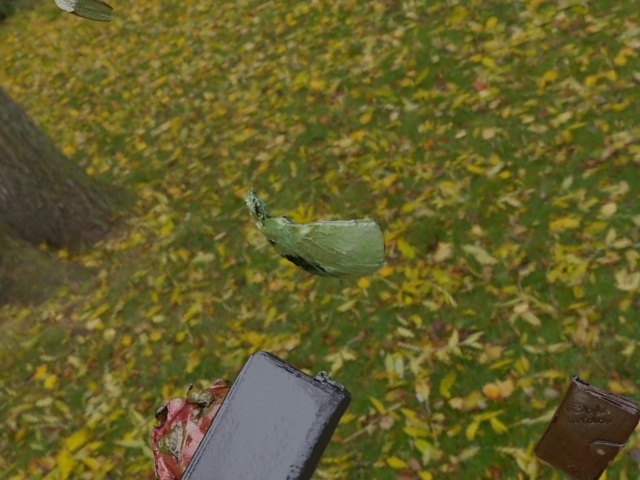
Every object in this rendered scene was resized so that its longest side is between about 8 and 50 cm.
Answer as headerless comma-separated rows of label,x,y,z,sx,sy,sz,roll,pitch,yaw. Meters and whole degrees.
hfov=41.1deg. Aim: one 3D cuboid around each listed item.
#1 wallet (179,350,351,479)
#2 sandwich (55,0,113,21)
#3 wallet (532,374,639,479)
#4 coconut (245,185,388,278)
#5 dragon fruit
wallet,-0.074,0.263,1.071,0.250,0.149,0.044,-63,2,-10
sandwich,-0.329,-0.323,1.168,0.083,0.031,0.044,18,17,-2
wallet,0.334,0.245,1.080,0.095,0.176,0.026,27,48,16
coconut,-0.002,0.003,0.834,0.158,0.133,0.055,10,63,48
dragon fruit,-0.204,0.395,1.660,0.291,0.250,0.269,0,80,39
